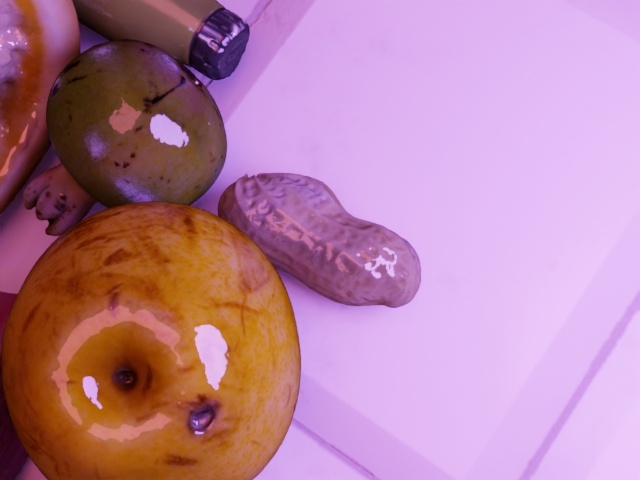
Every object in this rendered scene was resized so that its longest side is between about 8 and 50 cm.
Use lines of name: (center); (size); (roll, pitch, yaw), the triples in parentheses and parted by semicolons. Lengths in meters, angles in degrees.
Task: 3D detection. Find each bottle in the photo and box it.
bottle: (-0.194, -0.257, 0.997); (0.260, 0.112, 0.112); (32, 82, 11)

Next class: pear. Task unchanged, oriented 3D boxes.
pear: (-0.144, 0.102, 0.830); (0.281, 0.281, 0.280); (-1, 77, 5)

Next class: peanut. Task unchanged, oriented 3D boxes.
peanut: (0.000, 0.000, 0.935); (0.214, 0.090, 0.098); (30, 52, 9)

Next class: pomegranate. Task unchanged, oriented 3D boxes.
pomegranate: (-0.184, -0.086, 0.932); (0.179, 0.179, 0.210); (27, 112, 10)

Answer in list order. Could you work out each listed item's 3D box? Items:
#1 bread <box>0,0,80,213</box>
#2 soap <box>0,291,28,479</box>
bread: (-0.433, -0.140, 0.878); (0.245, 0.329, 0.424); (36, 79, 19)
soap: (-0.332, 0.150, 0.888); (0.099, 0.162, 0.250); (10, 47, 11)
